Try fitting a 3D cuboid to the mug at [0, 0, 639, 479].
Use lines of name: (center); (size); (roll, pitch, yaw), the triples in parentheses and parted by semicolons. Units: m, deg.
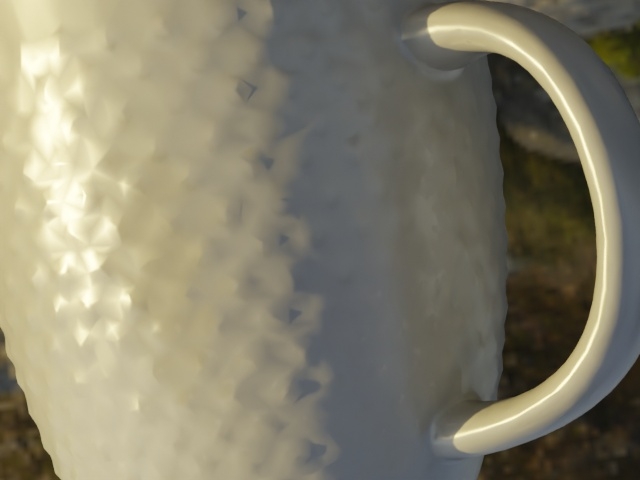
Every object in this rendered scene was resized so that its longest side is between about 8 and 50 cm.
mug: (0.000, 0.000, 0.952); (0.374, 0.328, 0.276); (-9, 180, 37)
